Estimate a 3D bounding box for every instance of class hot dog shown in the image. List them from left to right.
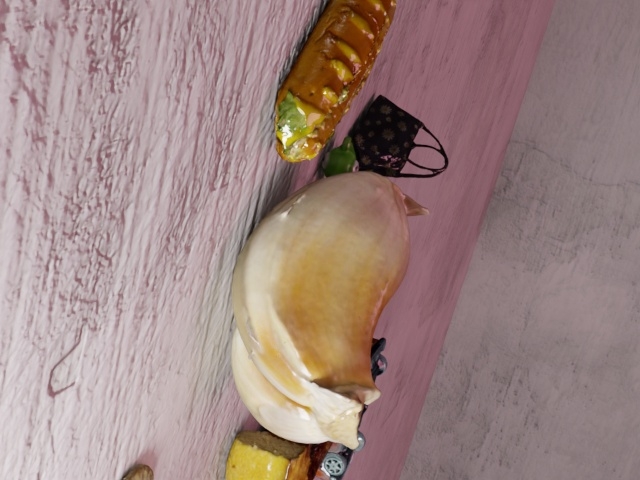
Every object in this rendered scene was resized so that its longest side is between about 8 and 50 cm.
[{"bbox_3d":[0.017,-0.199,1.219,0.115,0.072,0.269,98,17,-66],"label":"hot dog"}]

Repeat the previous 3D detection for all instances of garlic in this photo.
[{"bbox_3d":[0.001,0.083,1.276,0.286,0.249,0.313,58,32,-53],"label":"garlic"}]

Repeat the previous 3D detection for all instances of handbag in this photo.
[{"bbox_3d":[0.118,-0.131,1.546,0.115,0.139,0.072,-58,170,-41],"label":"handbag"}]

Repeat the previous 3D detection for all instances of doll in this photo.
[{"bbox_3d":[0.010,-0.051,1.440,0.115,0.050,0.190,-38,148,-71],"label":"doll"}]

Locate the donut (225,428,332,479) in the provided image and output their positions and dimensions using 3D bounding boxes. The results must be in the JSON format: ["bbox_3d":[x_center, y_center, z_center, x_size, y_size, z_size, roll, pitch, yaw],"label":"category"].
[{"bbox_3d":[-0.063,0.333,1.579,0.151,0.112,0.295,-70,165,10],"label":"donut"}]

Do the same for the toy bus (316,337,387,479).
[{"bbox_3d":[0.025,0.280,1.806,0.121,0.120,0.265,-41,148,-63],"label":"toy bus"}]

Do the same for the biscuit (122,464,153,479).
[{"bbox_3d":[-0.213,0.299,1.158,0.120,0.015,0.120,20,90,-76],"label":"biscuit"}]
